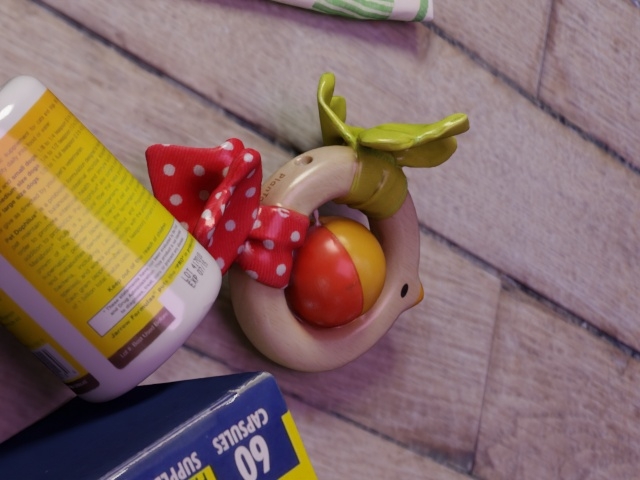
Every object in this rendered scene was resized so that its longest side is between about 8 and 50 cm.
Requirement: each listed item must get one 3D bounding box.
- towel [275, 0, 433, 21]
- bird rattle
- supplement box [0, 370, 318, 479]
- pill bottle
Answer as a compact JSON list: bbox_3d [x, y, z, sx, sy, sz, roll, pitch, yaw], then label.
[{"bbox_3d":[-0.037,-0.302,1.097,0.325,0.038,0.247,6,78,-42],"label":"towel"},{"bbox_3d":[0.000,0.000,1.015,0.253,0.143,0.207,-37,123,-38],"label":"bird rattle"},{"bbox_3d":[-0.084,0.279,0.824,0.194,0.195,0.356,-31,103,-42],"label":"supplement box"},{"bbox_3d":[-0.168,-0.014,0.848,0.215,0.117,0.117,47,53,-15],"label":"pill bottle"}]
